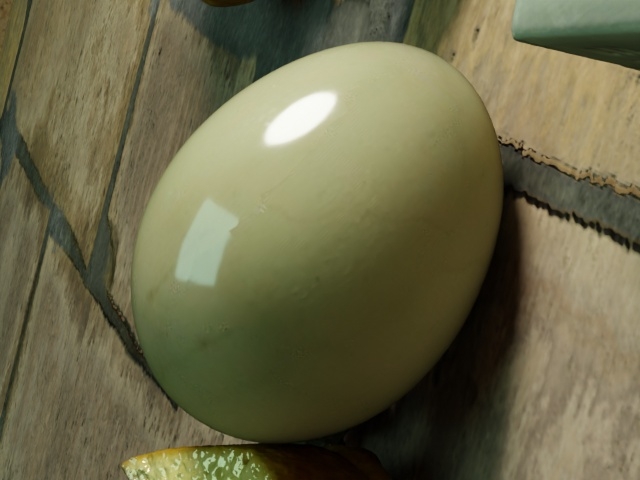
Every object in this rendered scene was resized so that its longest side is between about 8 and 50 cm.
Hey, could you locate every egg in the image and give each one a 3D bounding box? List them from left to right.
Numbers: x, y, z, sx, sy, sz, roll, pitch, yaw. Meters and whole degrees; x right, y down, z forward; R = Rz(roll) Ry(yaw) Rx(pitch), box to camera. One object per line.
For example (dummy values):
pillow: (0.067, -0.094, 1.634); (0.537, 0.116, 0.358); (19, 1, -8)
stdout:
egg: (0.000, 0.000, 1.003); (0.241, 0.186, 0.186); (-53, 23, 6)

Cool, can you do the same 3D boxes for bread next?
bread: (-0.011, 0.184, 1.017); (0.134, 0.129, 0.260); (-51, 39, 18)

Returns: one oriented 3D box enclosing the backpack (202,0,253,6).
backpack: (-0.077, -0.377, 1.417); (0.378, 0.201, 0.353); (108, 163, -44)

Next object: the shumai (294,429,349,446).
shumai: (-0.014, 0.100, 1.135); (0.124, 0.099, 0.087); (-40, -41, -58)

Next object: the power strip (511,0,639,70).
power strip: (0.189, -0.098, 0.679); (0.385, 0.091, 0.062); (-166, 86, -71)
